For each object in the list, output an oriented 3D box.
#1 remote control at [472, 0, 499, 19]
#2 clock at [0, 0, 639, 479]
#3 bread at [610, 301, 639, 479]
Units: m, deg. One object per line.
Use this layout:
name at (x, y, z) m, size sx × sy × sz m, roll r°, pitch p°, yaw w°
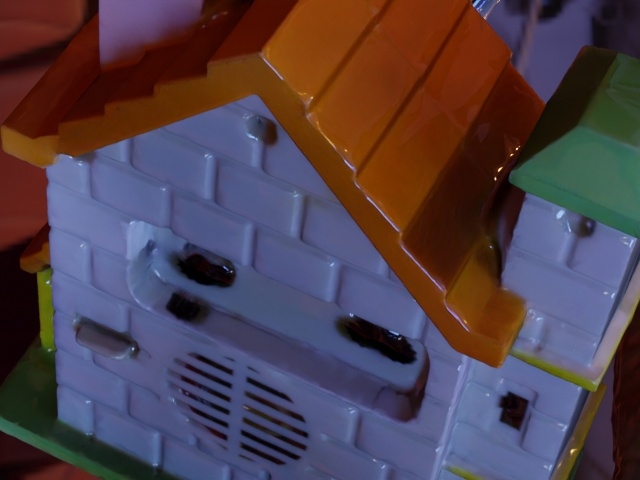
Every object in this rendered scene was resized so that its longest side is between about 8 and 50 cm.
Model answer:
remote control at (0.091, -0.141, 0.947) m, size 0.166 × 0.029 × 0.065 m, roll -38°, pitch -168°, yaw 25°
clock at (0.000, 0.000, 0.581) m, size 0.106 × 0.219 × 0.255 m, roll -57°, pitch 165°, yaw -38°
bread at (0.237, 0.051, 0.642) m, size 0.295 × 0.114 × 0.328 m, roll -46°, pitch -158°, yaw 23°
